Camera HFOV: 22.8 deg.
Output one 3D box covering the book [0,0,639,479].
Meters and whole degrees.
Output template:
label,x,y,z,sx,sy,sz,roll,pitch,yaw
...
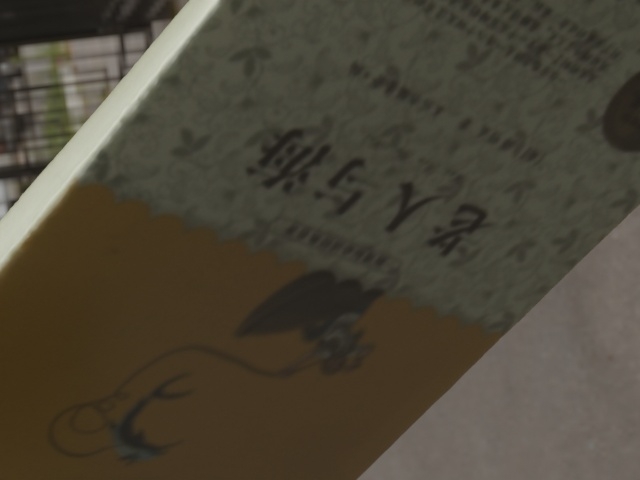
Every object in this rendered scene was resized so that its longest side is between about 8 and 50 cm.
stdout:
label,x,y,z,sx,sy,sz,roll,pitch,yaw
book,0.000,0.000,0.680,0.389,0.269,0.032,-48,45,22
